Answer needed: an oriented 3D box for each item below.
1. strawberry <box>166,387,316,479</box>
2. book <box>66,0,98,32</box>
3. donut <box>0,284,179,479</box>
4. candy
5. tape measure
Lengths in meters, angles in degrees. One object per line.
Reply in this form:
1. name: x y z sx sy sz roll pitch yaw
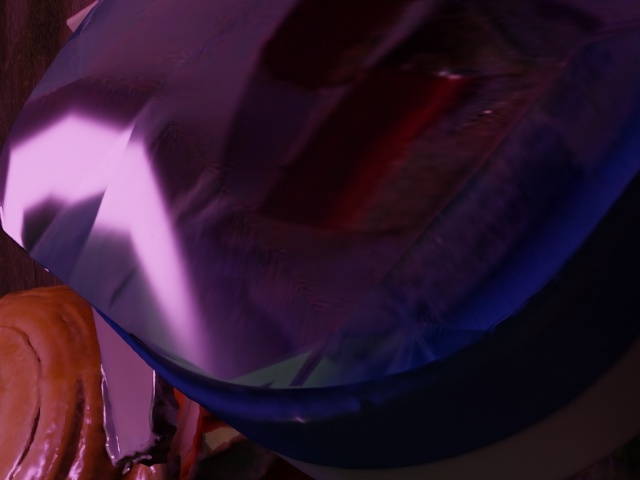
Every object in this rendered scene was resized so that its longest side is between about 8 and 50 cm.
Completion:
1. strawberry: 0.000 0.000 0.740 0.265 0.149 0.336 124 152 -74
2. book: -0.035 -0.182 0.732 0.232 0.162 0.022 -15 108 55
3. donut: -0.280 0.233 1.183 0.449 0.198 0.449 -30 42 31
4. candy: -0.089 0.071 0.952 0.185 0.137 0.195 138 126 -62
5. tape measure: 0.040 -0.036 0.495 0.262 0.138 0.259 37 87 38
